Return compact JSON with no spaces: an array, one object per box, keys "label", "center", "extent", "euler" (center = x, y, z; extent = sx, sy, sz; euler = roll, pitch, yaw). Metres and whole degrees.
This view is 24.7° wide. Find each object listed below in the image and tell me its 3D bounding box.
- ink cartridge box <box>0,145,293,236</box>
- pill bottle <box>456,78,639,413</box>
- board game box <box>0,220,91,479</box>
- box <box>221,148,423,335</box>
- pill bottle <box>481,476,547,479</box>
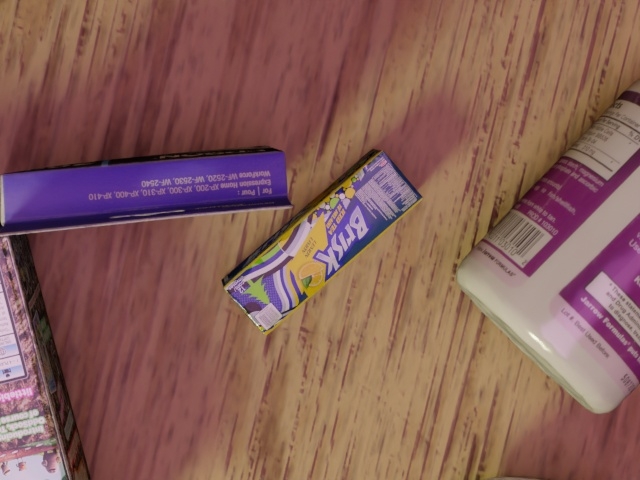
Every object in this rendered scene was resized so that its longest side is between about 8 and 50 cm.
[{"label":"ink cartridge box","center":[-0.129,-0.040,1.085],"extent":[0.206,0.208,0.045],"euler":[-6,96,-6]},{"label":"pill bottle","center":[0.265,-0.023,1.148],"extent":[0.169,0.169,0.301],"euler":[44,90,-8]},{"label":"board game box","center":[-0.310,0.152,1.118],"extent":[0.232,0.141,0.291],"euler":[-13,97,-5]},{"label":"box","center":[0.000,0.000,1.177],"extent":[0.169,0.059,0.054],"euler":[-40,97,-1]},{"label":"pill bottle","center":[0.171,0.319,1.190],"extent":[0.131,0.131,0.229],"euler":[7,95,-7]}]
